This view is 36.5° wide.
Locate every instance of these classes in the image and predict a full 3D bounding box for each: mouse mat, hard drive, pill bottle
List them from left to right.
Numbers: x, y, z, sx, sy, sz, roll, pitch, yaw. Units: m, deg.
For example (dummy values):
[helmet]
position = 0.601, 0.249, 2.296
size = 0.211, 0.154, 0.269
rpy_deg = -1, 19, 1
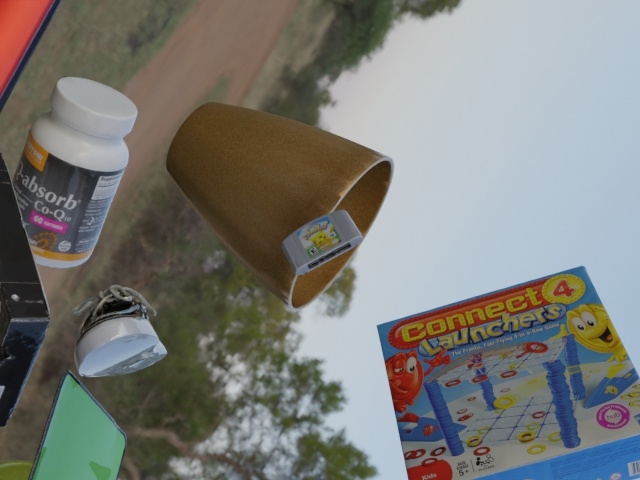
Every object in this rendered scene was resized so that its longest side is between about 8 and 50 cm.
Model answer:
[hard drive]
position = -0.478, 0.065, 1.395
size = 0.237, 0.064, 0.339
rpy_deg = -59, -135, 33
[pill bottle]
position = -0.402, -0.108, 1.555
size = 0.162, 0.162, 0.278
rpy_deg = -70, -174, -67
[mouse mat]
position = -0.220, 0.219, 0.875
size = 0.189, 0.007, 0.152
rpy_deg = 79, 20, -59

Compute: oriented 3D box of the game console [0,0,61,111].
[game console]
position = -0.264, -0.178, 0.725
size = 0.386, 0.060, 0.342
rpy_deg = -2, -115, 53

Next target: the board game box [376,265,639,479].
[board game box]
position = 0.247, 0.196, 1.262
size = 0.308, 0.086, 0.302
rpy_deg = -17, -143, 6

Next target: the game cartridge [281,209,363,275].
[game cartridge]
position = 0.000, 0.000, 1.063
size = 0.083, 0.017, 0.056
rpy_deg = -29, -137, -3

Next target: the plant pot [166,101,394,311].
[plant pot]
position = -0.072, -0.072, 1.293
size = 0.237, 0.254, 0.237
rpy_deg = -52, 166, -19

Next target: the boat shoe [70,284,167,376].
[boat shoe]
position = -0.274, 0.116, 1.312
size = 0.113, 0.105, 0.306
rpy_deg = -26, 171, -1

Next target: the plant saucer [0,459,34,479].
[plant saucer]
position = -0.400, 0.382, 1.350
size = 0.037, 0.241, 0.241
rpy_deg = -61, -176, 18
